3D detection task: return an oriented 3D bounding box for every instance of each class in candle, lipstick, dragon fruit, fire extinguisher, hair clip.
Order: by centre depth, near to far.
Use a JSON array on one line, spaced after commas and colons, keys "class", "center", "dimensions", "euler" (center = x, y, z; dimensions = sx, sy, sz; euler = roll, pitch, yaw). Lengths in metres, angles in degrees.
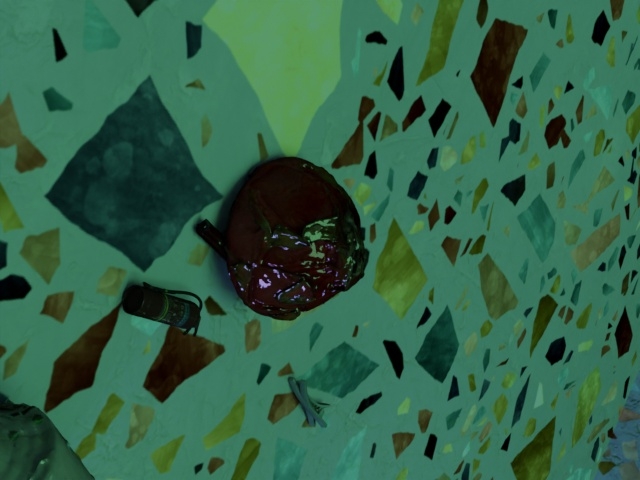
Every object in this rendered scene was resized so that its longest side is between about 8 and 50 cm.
[{"class": "candle", "center": [-0.333, 0.264, 1.104], "dimensions": [0.187, 0.187, 0.330], "euler": [-48, 137, -27]}, {"class": "fire extinguisher", "center": [-0.186, 0.084, 1.326], "dimensions": [0.132, 0.039, 0.056], "euler": [23, 96, -53]}, {"class": "lipstick", "center": [-0.111, 0.024, 1.404], "dimensions": [0.027, 0.027, 0.176], "euler": [-59, 141, -14]}, {"class": "dragon fruit", "center": [-0.002, 0.001, 1.407], "dimensions": [0.224, 0.148, 0.219], "euler": [42, 60, -48]}, {"class": "hair clip", "center": [-0.016, 0.235, 1.620], "dimensions": [0.115, 0.030, 0.039], "euler": [64, 37, -46]}]
